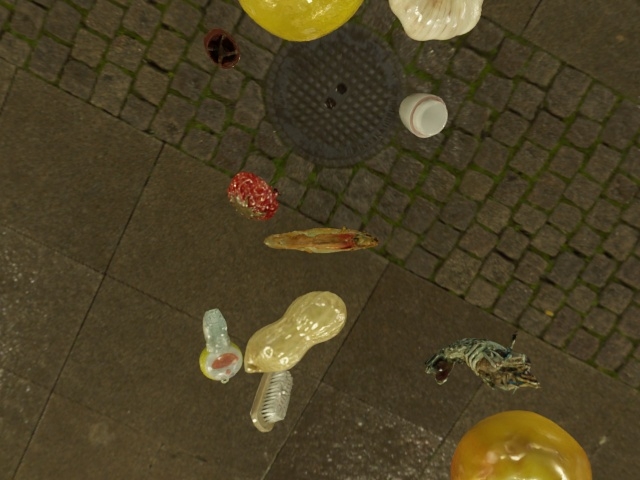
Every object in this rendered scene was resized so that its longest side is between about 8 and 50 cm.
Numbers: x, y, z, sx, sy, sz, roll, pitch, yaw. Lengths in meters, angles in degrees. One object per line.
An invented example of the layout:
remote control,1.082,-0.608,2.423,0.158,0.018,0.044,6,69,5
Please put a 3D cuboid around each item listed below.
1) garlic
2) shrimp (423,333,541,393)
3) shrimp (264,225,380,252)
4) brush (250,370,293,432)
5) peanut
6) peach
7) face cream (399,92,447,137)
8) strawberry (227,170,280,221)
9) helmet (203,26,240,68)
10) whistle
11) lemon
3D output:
garlic,0.244,-0.481,1.028,0.199,0.226,0.199,1,87,-21
shrimp,0.197,0.141,0.686,0.082,0.174,0.076,39,67,-19
shrimp,0.000,0.001,1.331,0.294,0.154,0.062,-4,92,23
brush,-0.085,0.297,1.318,0.065,0.327,0.070,-21,121,26
peanut,-0.042,0.140,0.835,0.187,0.082,0.082,-40,99,10
peach,0.439,0.515,1.211,0.289,0.308,0.289,-3,81,19
face cream,0.220,-0.272,1.204,0.091,0.095,0.091,-10,119,-19
strawberry,-0.172,-0.106,1.395,0.145,0.145,0.086,31,73,-6
helmet,-0.278,-0.528,1.545,0.089,0.057,0.111,-41,115,-9
whistle,-0.278,0.298,1.540,0.123,0.123,0.223,-5,109,2
lemon,-0.047,-0.658,1.370,0.348,0.348,0.348,0,103,1
